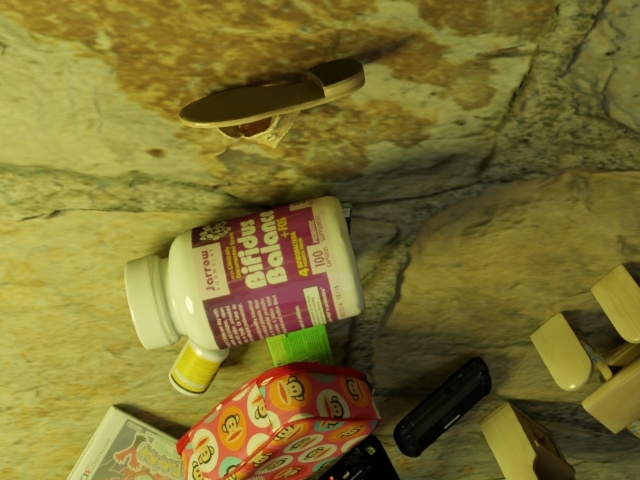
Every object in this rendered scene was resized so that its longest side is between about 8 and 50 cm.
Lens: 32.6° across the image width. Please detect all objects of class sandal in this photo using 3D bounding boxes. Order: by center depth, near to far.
[{"bbox_3d":[-0.053,-0.154,1.380,0.240,0.088,0.079,-19,126,-10],"label":"sandal"}]

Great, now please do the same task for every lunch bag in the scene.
[{"bbox_3d":[-0.050,0.303,1.692,0.258,0.120,0.293,13,137,-46],"label":"lunch bag"}]

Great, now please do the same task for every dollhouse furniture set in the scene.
[{"bbox_3d":[0.502,0.314,1.840,0.394,0.256,0.362,-40,129,16],"label":"dollhouse furniture set"}]

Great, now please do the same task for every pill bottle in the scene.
[{"bbox_3d":[-0.102,0.052,1.473,0.301,0.169,0.169,-14,131,0],"label":"pill bottle"},{"bbox_3d":[-0.174,0.171,1.623,0.065,0.065,0.116,15,122,-28],"label":"pill bottle"}]

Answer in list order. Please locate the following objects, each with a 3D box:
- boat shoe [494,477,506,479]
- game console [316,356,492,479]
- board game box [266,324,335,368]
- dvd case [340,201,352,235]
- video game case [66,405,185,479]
[{"bbox_3d":[0.293,0.536,2.035,0.320,0.103,0.118,-12,130,-26],"label":"boat shoe"},{"bbox_3d":[0.149,0.338,1.823,0.361,0.044,0.213,-39,148,-10],"label":"game console"},{"bbox_3d":[-0.036,0.148,1.665,0.092,0.043,0.181,-17,132,-5],"label":"board game box"},{"bbox_3d":[0.000,0.000,1.575,0.087,0.013,0.119,-8,131,-13],"label":"dvd case"},{"bbox_3d":[-0.292,0.381,1.715,0.201,0.023,0.183,34,83,-30],"label":"video game case"}]
